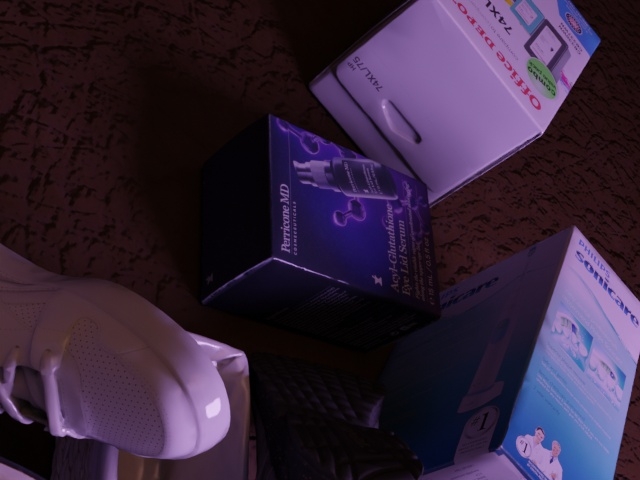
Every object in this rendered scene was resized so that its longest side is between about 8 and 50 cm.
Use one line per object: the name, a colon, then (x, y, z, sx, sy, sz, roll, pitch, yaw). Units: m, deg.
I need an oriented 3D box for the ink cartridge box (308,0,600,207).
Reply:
ink cartridge box: (0.162, -0.206, 1.123, 0.198, 0.197, 0.270, 49, 42, -9)

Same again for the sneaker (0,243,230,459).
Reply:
sneaker: (-0.206, 0.084, 0.563, 0.169, 0.292, 0.108, -30, 128, -45)

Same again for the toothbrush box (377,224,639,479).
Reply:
toothbrush box: (0.154, 0.149, 0.880, 0.126, 0.216, 0.295, 47, 41, -13)

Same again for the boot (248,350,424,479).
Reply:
boot: (-0.022, 0.219, 0.725, 0.118, 0.338, 0.222, 13, 96, -3)

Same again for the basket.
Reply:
basket: (-0.125, 0.156, 0.688, 0.113, 0.103, 0.167, 23, 51, -33)

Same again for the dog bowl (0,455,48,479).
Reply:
dog bowl: (-0.243, 0.304, 0.446, 0.408, 0.150, 0.408, 23, 52, -32)

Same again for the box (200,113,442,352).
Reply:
box: (0.000, 0.000, 0.905, 0.207, 0.108, 0.153, 20, 54, -36)
